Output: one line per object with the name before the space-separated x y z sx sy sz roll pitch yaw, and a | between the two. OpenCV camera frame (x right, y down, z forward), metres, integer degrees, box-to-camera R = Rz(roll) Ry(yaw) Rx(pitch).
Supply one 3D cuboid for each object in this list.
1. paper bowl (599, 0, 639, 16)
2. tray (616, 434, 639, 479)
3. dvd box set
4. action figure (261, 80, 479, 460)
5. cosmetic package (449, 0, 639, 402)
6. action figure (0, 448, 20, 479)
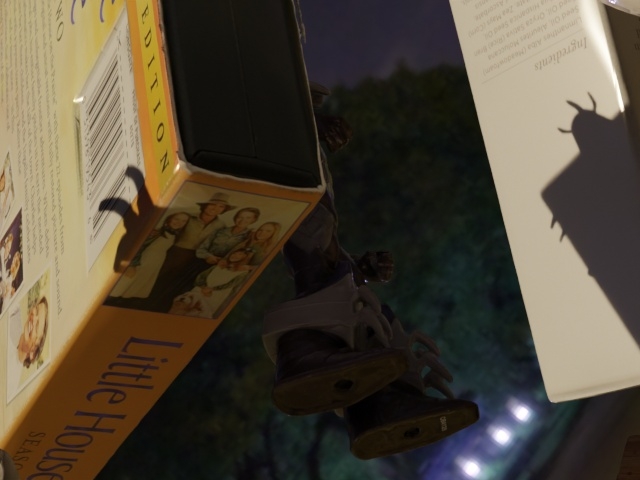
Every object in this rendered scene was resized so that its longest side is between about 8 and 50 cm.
paper bowl | 0.149 -0.204 0.406 0.284 0.284 0.148 -52 -10 -7
tray | 0.395 0.203 0.715 0.076 0.411 0.202 -55 -50 -53
dvd box set | -0.141 -0.028 0.646 0.062 0.307 0.420 9 -39 -28
action figure | 0.000 0.000 0.795 0.099 0.285 0.185 -25 -43 6
cosmetic package | 0.260 -0.117 1.016 0.230 0.453 0.161 -6 -11 -35
action figure | -0.168 0.074 0.344 0.141 0.275 0.164 -31 -36 29
